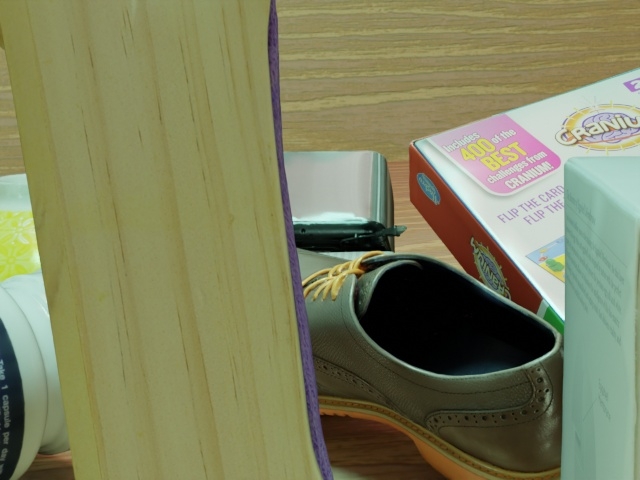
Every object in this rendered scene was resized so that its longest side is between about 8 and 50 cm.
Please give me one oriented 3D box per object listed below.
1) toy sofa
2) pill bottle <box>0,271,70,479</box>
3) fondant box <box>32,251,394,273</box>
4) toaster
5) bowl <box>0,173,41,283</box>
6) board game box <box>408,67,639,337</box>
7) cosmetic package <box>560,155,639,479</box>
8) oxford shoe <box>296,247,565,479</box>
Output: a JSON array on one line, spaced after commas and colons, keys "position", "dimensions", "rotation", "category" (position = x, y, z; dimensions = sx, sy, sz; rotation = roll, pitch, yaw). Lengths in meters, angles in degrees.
[{"position": [-0.087, 0.011, 0.656], "dimensions": [0.177, 0.362, 0.150], "rotation": [-8, 8, 2], "category": "toy sofa"}, {"position": [-0.268, 0.098, 0.795], "dimensions": [0.153, 0.153, 0.264], "rotation": [7, 12, 44], "category": "pill bottle"}, {"position": [-0.097, 0.075, 1.103], "dimensions": [0.330, 0.096, 0.238], "rotation": [-2, 9, 3], "category": "fondant box"}, {"position": [0.000, 0.000, 1.289], "dimensions": [0.185, 0.168, 0.110], "rotation": [-1, 54, 7], "category": "toaster"}, {"position": [-0.289, 0.009, 1.362], "dimensions": [0.289, 0.156, 0.289], "rotation": [-2, 9, 0], "category": "bowl"}, {"position": [0.242, 0.005, 0.924], "dimensions": [0.242, 0.064, 0.316], "rotation": [-19, 46, -16], "category": "board game box"}, {"position": [0.193, 0.080, 0.600], "dimensions": [0.138, 0.225, 0.224], "rotation": [-1, 10, 4], "category": "cosmetic package"}, {"position": [0.033, 0.048, 0.857], "dimensions": [0.363, 0.133, 0.130], "rotation": [19, 53, 38], "category": "oxford shoe"}]
